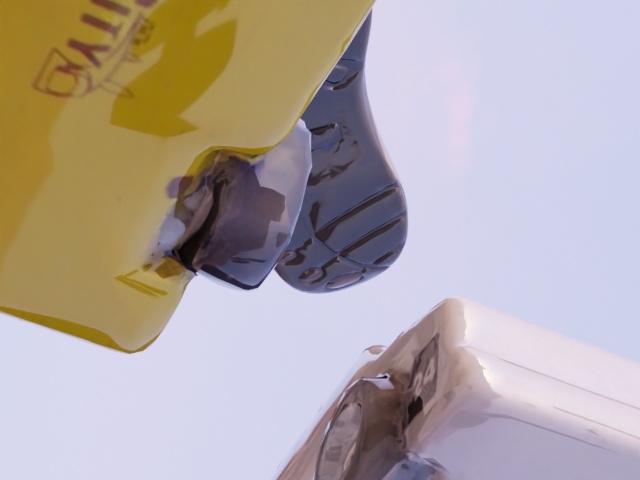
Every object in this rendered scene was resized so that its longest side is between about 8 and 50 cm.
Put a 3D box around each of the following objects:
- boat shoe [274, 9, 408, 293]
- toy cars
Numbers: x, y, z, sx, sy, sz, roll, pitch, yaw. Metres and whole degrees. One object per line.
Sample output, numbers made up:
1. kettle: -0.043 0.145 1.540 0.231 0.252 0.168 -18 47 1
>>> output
1. boat shoe: -0.027 -0.119 1.236 0.120 0.122 0.324 -107 -175 -55
2. toy cars: 0.000 0.000 0.414 0.394 0.176 0.087 67 21 -44
